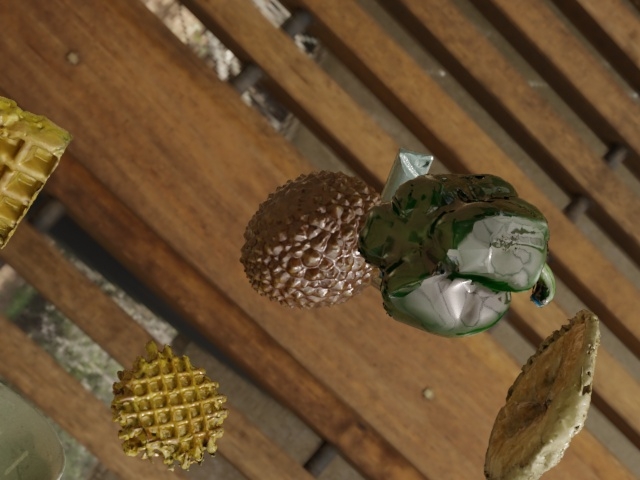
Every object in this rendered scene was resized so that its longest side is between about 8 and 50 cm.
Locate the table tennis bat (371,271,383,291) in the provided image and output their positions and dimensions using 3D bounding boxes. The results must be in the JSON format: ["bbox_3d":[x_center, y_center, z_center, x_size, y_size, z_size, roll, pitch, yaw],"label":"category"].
[{"bbox_3d":[0.067,0.032,1.564,0.215,0.329,0.044,31,-97,37],"label":"table tennis bat"}]

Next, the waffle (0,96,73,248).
[{"bbox_3d":[-0.394,-0.106,1.070,0.160,0.211,0.055,-48,-163,29],"label":"waffle"}]

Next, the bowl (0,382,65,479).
[{"bbox_3d":[-0.582,0.304,1.338,0.196,0.435,0.435,-62,-172,6],"label":"bowl"}]

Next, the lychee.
[{"bbox_3d":[0.000,0.000,1.339,0.200,0.200,0.238,-39,170,33],"label":"lychee"}]

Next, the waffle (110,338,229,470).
[{"bbox_3d":[-0.246,0.272,1.606,0.070,0.193,0.197,-46,-156,45],"label":"waffle"}]

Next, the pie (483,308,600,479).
[{"bbox_3d":[0.299,0.216,1.339,0.274,0.055,0.274,-62,179,-1],"label":"pie"}]

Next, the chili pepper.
[{"bbox_3d":[0.165,0.015,1.097,0.261,0.165,0.173,6,122,-47],"label":"chili pepper"}]

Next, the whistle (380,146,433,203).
[{"bbox_3d":[0.121,-0.041,1.725,0.062,0.062,0.312,-55,169,-42],"label":"whistle"}]
